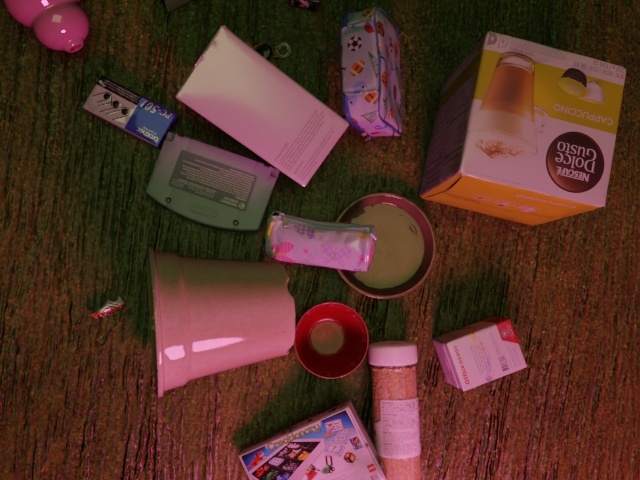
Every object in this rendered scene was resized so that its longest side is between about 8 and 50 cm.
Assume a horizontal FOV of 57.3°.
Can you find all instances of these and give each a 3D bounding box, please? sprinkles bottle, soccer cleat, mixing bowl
[{"bbox_3d":[0.185,0.429,1.441,0.121,0.121,0.355,-2,85,-7],"label":"sprinkles bottle"},{"bbox_3d":[-0.522,0.164,1.435,0.083,0.029,0.035,-21,79,-11],"label":"soccer cleat"},{"bbox_3d":[0.022,0.243,1.452,0.182,0.098,0.181,1,85,-6],"label":"mixing bowl"}]

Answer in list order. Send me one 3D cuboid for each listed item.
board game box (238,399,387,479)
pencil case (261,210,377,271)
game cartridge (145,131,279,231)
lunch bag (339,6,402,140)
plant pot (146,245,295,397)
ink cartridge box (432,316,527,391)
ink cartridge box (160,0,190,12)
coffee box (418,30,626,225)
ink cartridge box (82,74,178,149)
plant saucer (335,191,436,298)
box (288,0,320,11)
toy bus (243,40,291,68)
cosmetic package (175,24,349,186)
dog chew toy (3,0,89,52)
[{"bbox_3d":[-0.020,0.530,1.393,0.305,0.053,0.192,-27,88,13],"label":"board game box"},{"bbox_3d":[0.000,0.000,1.432,0.273,0.113,0.124,10,112,10],"label":"pencil case"},{"bbox_3d":[-0.274,-0.135,1.478,0.297,0.062,0.198,19,87,-4],"label":"game cartridge"},{"bbox_3d":[0.134,-0.404,1.467,0.115,0.243,0.303,-1,86,23],"label":"lunch bag"},{"bbox_3d":[-0.230,0.170,1.344,0.306,0.334,0.333,-3,85,-19],"label":"plant pot"},{"bbox_3d":[0.395,0.282,1.475,0.176,0.127,0.128,-18,87,-8],"label":"ink cartridge box"},{"bbox_3d":[-0.299,-0.748,1.528,0.333,0.065,0.165,-32,88,-9],"label":"ink cartridge box"},{"bbox_3d":[0.470,-0.245,1.427,0.338,0.338,0.334,13,84,-5],"label":"coffee box"},{"bbox_3d":[-0.476,-0.322,1.475,0.207,0.046,0.097,28,84,-3],"label":"ink cartridge box"},{"bbox_3d":[0.161,0.013,1.519,0.278,0.041,0.277,1,85,-7],"label":"plant saucer"},{"bbox_3d":[-0.040,-0.654,1.552,0.083,0.052,0.062,10,83,-7],"label":"box"},{"bbox_3d":[-0.184,-0.451,1.491,0.191,0.104,0.202,15,84,-5],"label":"toy bus"},{"bbox_3d":[-0.139,-0.314,1.398,0.366,0.155,0.197,36,95,-17],"label":"cosmetic package"},{"bbox_3d":[-0.680,-0.610,1.408,0.207,0.206,0.331,-32,97,-8],"label":"dog chew toy"}]
